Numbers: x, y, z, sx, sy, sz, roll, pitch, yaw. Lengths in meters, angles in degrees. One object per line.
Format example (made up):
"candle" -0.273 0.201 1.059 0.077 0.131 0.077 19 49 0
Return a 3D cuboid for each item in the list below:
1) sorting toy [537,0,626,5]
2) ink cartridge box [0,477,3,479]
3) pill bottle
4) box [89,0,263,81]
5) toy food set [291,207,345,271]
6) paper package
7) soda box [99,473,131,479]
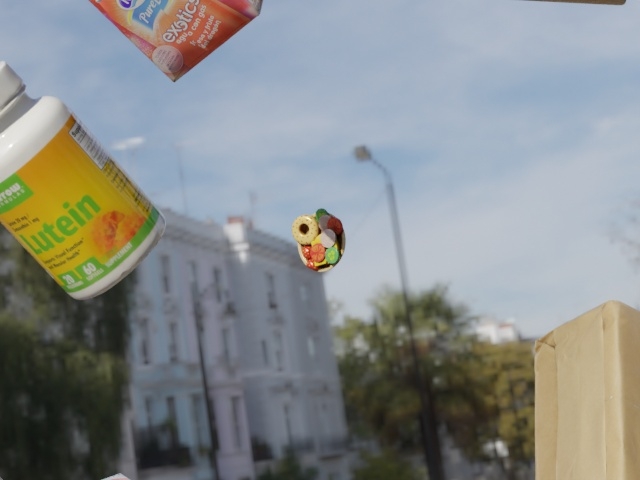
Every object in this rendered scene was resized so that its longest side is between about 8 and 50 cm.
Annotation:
"sorting toy" 0.276 -0.356 1.799 0.193 0.038 0.208 0 27 -14
"ink cartridge box" -0.539 0.377 1.701 0.197 0.273 0.114 9 -33 34
"pill bottle" -0.292 -0.066 1.468 0.136 0.245 0.136 -34 21 15
"box" -0.155 -0.348 1.637 0.142 0.300 0.154 -34 -64 27
"toy food set" 0.000 0.000 1.833 0.082 0.083 0.020 -17 -13 36
"paper package" 0.441 0.285 1.758 0.325 0.309 0.168 27 -42 -22
"soda box" -0.179 0.248 1.199 0.058 0.063 0.183 -17 1 -18
